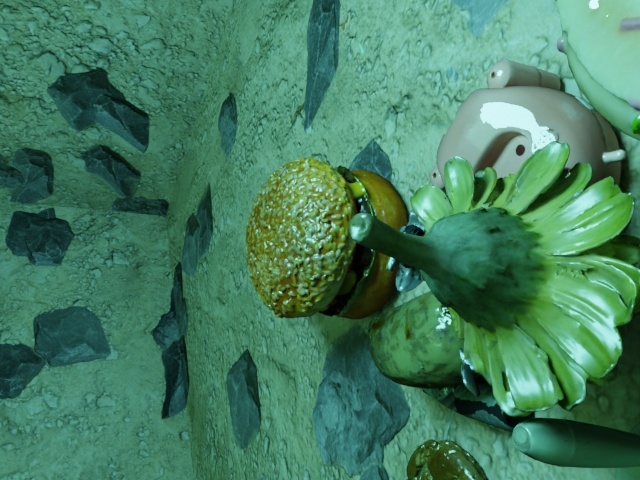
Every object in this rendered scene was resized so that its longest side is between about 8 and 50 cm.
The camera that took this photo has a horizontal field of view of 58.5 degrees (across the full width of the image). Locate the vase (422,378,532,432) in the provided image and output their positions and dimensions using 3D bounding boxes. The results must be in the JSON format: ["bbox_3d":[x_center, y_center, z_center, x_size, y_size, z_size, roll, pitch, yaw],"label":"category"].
[{"bbox_3d":[0.225,0.241,0.878,0.211,0.060,0.059,-7,80,63],"label":"vase"}]

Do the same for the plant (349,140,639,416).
[{"bbox_3d":[0.169,0.052,0.605,0.306,0.297,0.261,20,125,51],"label":"plant"}]

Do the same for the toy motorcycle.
[{"bbox_3d":[0.171,0.009,0.924,0.073,0.225,0.152,14,124,24],"label":"toy motorcycle"}]

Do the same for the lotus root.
[{"bbox_3d":[0.173,0.145,0.877,0.309,0.173,0.173,143,127,-62],"label":"lotus root"}]

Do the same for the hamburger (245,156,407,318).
[{"bbox_3d":[0.000,0.000,1.150,0.330,0.250,0.329,-14,74,62],"label":"hamburger"}]

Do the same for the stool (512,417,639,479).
[{"bbox_3d":[0.317,0.265,0.544,0.195,0.199,0.195,159,112,-63],"label":"stool"}]

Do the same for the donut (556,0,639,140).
[{"bbox_3d":[0.363,-0.218,0.433,0.371,0.150,0.307,-36,49,55],"label":"donut"}]

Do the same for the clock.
[{"bbox_3d":[0.272,-0.088,0.760,0.227,0.143,0.241,-64,37,36],"label":"clock"}]

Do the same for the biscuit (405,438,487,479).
[{"bbox_3d":[0.202,0.433,0.913,0.226,0.042,0.225,-14,74,61],"label":"biscuit"}]
